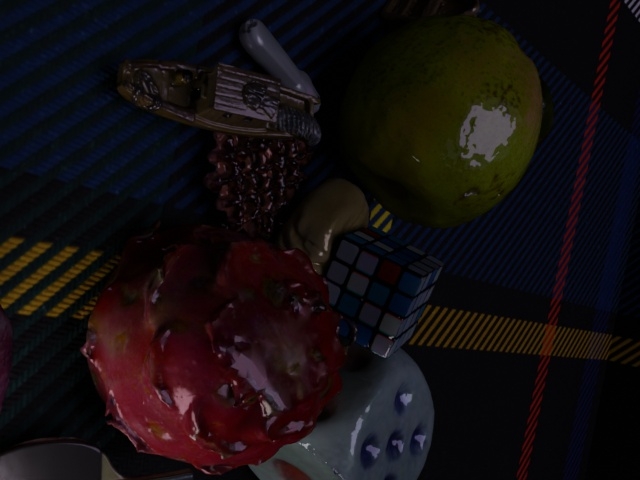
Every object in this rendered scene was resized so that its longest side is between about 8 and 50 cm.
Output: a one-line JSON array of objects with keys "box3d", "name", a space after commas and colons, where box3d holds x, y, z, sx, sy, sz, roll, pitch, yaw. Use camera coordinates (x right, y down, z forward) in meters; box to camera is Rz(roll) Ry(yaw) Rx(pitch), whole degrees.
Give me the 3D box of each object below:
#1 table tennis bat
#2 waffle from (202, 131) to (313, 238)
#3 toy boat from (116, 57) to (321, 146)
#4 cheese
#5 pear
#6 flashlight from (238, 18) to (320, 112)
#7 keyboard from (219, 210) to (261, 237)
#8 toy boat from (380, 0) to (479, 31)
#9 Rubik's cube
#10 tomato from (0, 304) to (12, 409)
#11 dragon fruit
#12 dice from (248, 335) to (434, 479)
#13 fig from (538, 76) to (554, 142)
[{"box3d": [-0.318, 0.340, 1.047, 0.301, 0.022, 0.174, -1, 102, -25], "name": "table tennis bat"}, {"box3d": [-0.100, -0.120, 1.264, 0.221, 0.055, 0.234, 41, 61, -46], "name": "waffle"}, {"box3d": [-0.134, -0.201, 1.118, 0.321, 0.121, 0.089, 8, 86, -34], "name": "toy boat"}, {"box3d": [0.000, 0.000, 1.343, 0.226, 0.117, 0.214, -55, 164, -24], "name": "cheese"}, {"box3d": [0.223, -0.226, 1.418, 0.391, 0.390, 0.391, -16, 110, -49], "name": "pear"}, {"box3d": [-0.068, -0.282, 1.287, 0.200, 0.047, 0.093, 44, 30, -42], "name": "flashlight"}, {"box3d": [-0.117, -0.130, 1.295, 0.106, 0.016, 0.263, 1, 97, -52], "name": "keyboard"}, {"box3d": [0.224, -0.442, 1.521, 0.116, 0.188, 0.061, -57, 145, -27], "name": "toy boat"}, {"box3d": [0.095, 0.082, 1.294, 0.154, 0.151, 0.155, -17, 133, -65], "name": "Rubik's cube"}, {"box3d": [-0.474, 0.173, 0.798, 0.289, 0.176, 0.335, 16, 85, -73], "name": "tomato"}, {"box3d": [-0.131, 0.150, 1.092, 0.371, 0.249, 0.386, -38, 107, -20], "name": "dragon fruit"}, {"box3d": [0.026, 0.319, 1.381, 0.262, 0.267, 0.265, -49, 132, -35], "name": "dice"}, {"box3d": [0.433, -0.294, 1.847, 0.244, 0.195, 0.195, -22, 121, -8], "name": "fig"}]
